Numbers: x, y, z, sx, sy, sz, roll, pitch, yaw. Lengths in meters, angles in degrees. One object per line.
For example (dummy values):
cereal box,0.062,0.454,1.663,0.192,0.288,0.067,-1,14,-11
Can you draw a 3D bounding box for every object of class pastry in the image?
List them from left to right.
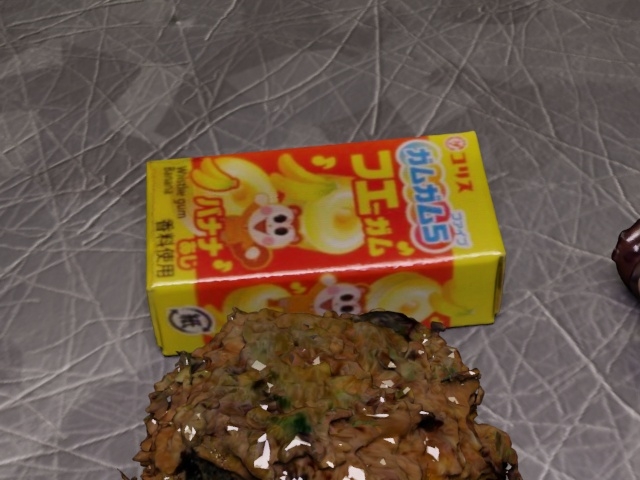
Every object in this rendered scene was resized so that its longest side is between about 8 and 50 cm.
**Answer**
pastry,0.006,0.148,0.827,0.275,0.193,0.275,-2,48,3

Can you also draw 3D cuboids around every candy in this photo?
candy,0.000,0.000,1.023,0.276,0.088,0.146,-4,48,-1

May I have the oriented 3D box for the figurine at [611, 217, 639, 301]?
figurine,0.366,0.067,0.868,0.218,0.206,0.365,-12,47,-26
